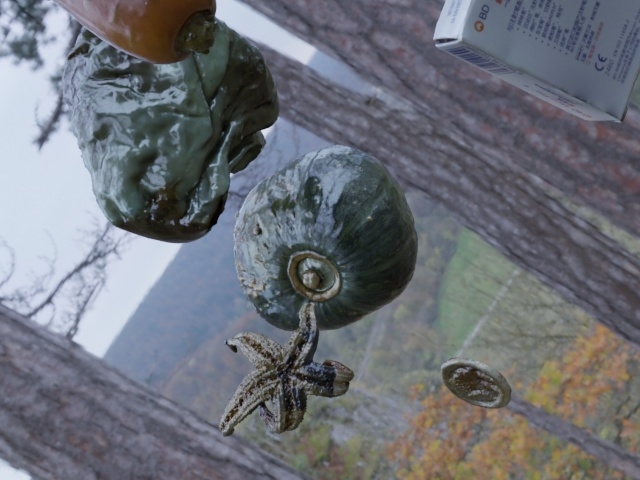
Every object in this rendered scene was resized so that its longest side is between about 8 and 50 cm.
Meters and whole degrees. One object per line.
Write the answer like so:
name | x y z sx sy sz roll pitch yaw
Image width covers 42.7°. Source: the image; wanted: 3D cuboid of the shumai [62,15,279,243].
shumai | -0.205 -0.139 1.124 0.304 0.309 0.263 104 165 -56

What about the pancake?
pancake | 0.277 0.255 1.459 0.022 0.139 0.139 -54 3 -33

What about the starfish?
starfish | -0.060 0.165 1.016 0.190 0.146 0.074 -36 -15 -2

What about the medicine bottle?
medicine bottle | 0.199 -0.215 0.639 0.201 0.171 0.052 -70 20 3

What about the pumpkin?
pumpkin | 0.000 0.000 1.382 0.328 0.291 0.257 -19 15 26

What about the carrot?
carrot | -0.146 -0.170 0.449 0.067 0.225 0.067 -47 -15 -16
